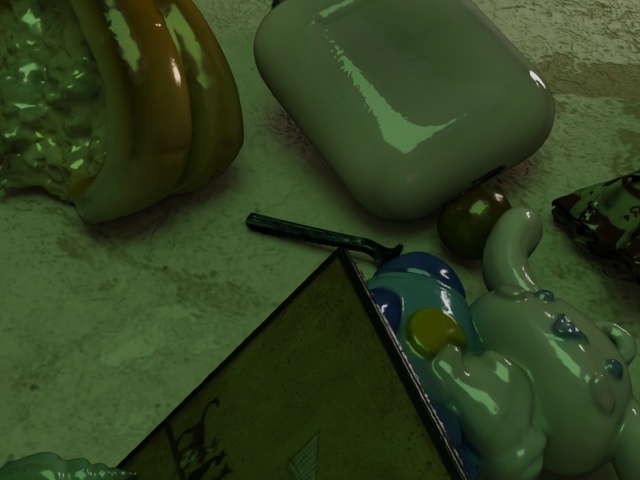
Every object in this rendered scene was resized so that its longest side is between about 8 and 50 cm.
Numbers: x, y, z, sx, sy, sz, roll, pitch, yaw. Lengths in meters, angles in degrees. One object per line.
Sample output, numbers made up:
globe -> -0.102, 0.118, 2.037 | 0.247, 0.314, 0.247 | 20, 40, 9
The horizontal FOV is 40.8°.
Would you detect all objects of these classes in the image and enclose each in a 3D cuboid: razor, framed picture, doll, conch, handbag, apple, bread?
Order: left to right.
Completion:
conch -> -0.253, 0.238, 0.786 | 0.180, 0.088, 0.065 | -13, 4, 3
bread -> -0.286, -0.199, 1.107 | 0.424, 0.328, 0.245 | 42, 19, 33
framed picture -> -0.048, 0.201, 0.685 | 0.339, 0.014, 0.255 | -44, 47, 20
razor -> 0.000, -0.004, 1.018 | 0.190, 0.033, 0.066 | 16, 49, 16
doll -> 0.131, 0.120, 0.771 | 0.366, 0.186, 0.376 | -9, 26, -16
apple -> 0.179, -0.022, 0.994 | 0.089, 0.090, 0.074 | -43, 102, -32
handbag -> 0.412, -0.038, 0.967 | 0.235, 0.127, 0.213 | -17, 24, -8

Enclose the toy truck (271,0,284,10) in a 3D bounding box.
toy truck -> 0.035, -0.361, 1.253 | 0.213, 0.176, 0.161 | -12, 49, -11

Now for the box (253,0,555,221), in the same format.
box -> 0.102, -0.202, 1.089 | 0.289, 0.141, 0.349 | -30, 66, -15
